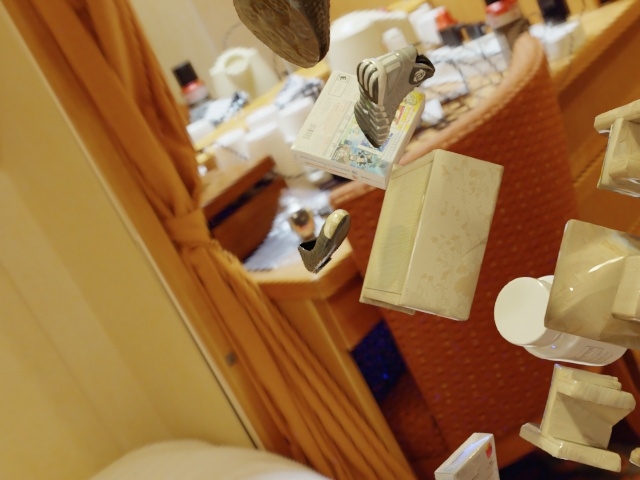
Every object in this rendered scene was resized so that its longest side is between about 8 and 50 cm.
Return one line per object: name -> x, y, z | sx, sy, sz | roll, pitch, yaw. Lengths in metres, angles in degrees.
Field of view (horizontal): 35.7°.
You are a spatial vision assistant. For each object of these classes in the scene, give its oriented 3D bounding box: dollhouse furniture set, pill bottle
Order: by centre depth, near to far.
dollhouse furniture set -> 0.267, 0.039, 1.083 | 0.394, 0.362, 0.256 | 14, -2, -6
pill bottle -> 0.377, 0.123, 1.550 | 0.131, 0.131, 0.229 | -6, -14, 44

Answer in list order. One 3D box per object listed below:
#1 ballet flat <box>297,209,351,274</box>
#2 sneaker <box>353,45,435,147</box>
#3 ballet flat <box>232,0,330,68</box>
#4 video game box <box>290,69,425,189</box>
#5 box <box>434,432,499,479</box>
ballet flat -> 0.000, 0.000, 1.303 | 0.057, 0.049, 0.173 | -44, -6, -24
sneaker -> 0.129, -0.239, 1.621 | 0.132, 0.086, 0.229 | -30, -18, -11
ballet flat -> -0.022, -0.192, 0.689 | 0.058, 0.084, 0.250 | -58, -10, -12
video game box -> 0.071, -0.206, 1.816 | 0.187, 0.048, 0.205 | 17, 61, 19
box -> 0.236, 0.412, 1.529 | 0.038, 0.186, 0.145 | -2, 14, 34
